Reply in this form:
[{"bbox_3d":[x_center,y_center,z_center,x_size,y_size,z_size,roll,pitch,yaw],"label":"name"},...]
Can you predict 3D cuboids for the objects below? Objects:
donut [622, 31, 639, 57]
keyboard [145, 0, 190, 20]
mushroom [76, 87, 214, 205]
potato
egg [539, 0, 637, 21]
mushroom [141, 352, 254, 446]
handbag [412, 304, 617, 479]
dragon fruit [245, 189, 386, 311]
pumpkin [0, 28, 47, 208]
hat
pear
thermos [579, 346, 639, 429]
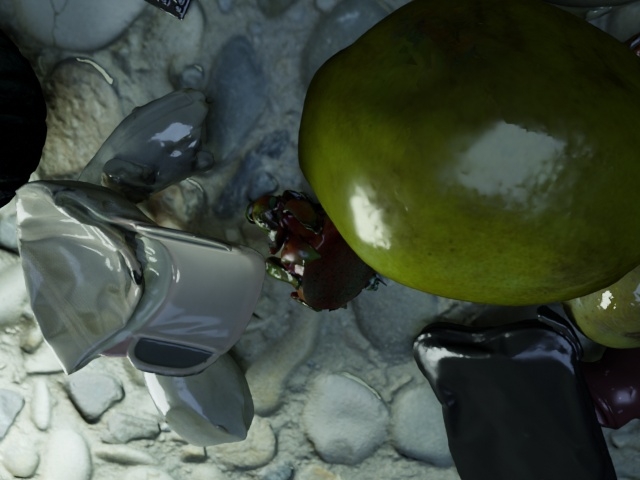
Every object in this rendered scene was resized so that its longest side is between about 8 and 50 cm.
[{"bbox_3d":[0.340,-0.129,0.488,0.146,0.078,0.181,-32,109,15],"label":"donut"},{"bbox_3d":[-0.225,-0.311,0.511,0.202,0.011,0.067,28,107,-4],"label":"keyboard"},{"bbox_3d":[-0.217,-0.065,0.551,0.278,0.096,0.099,-41,55,17],"label":"mushroom"},{"bbox_3d":[0.342,0.034,0.493,0.193,0.157,0.157,4,108,-11],"label":"potato"},{"bbox_3d":[0.233,-0.301,0.378,0.201,0.201,0.244,38,97,-7],"label":"egg"},{"bbox_3d":[-0.174,0.124,0.600,0.118,0.103,0.270,-18,100,11],"label":"mushroom"},{"bbox_3d":[0.237,0.227,0.582,0.191,0.075,0.332,-9,109,39],"label":"handbag"},{"bbox_3d":[0.000,0.000,0.544,0.175,0.142,0.138,42,66,11],"label":"dragon fruit"},{"bbox_3d":[-0.417,-0.125,0.464,0.247,0.248,0.248,1,108,5],"label":"pumpkin"},{"bbox_3d":[-0.179,0.023,0.502,0.225,0.164,0.220,-4,130,-33],"label":"hat"},{"bbox_3d":[0.137,-0.078,0.426,0.321,0.269,0.269,25,109,20],"label":"pear"},{"bbox_3d":[0.449,0.131,0.539,0.330,0.109,0.136,-27,104,12],"label":"thermos"}]
